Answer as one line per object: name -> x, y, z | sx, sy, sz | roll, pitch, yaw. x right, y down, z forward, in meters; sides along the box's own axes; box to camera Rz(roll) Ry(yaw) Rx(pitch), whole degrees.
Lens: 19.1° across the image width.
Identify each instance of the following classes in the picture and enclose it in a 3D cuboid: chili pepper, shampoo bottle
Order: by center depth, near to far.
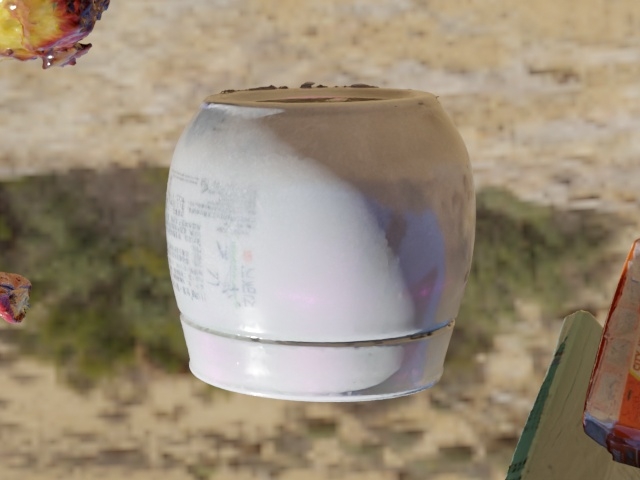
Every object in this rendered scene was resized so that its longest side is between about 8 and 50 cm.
shampoo bottle -> 0.000, 0.000, 1.672 | 0.273, 0.266, 0.273 | 0, -169, 0
chili pepper -> -0.292, 0.049, 1.745 | 0.027, 0.045, 0.178 | 16, 174, 3

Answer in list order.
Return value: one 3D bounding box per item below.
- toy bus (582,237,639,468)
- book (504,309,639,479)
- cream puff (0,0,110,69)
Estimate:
toy bus -> 0.246, 0.083, 1.407 | 0.077, 0.174, 0.079 | 15, 163, 15
book -> 0.237, 0.260, 1.504 | 0.031, 0.264, 0.379 | -29, -161, 37
cream puff -> -0.313, -0.326, 1.832 | 0.229, 0.350, 0.350 | -34, -174, -32
